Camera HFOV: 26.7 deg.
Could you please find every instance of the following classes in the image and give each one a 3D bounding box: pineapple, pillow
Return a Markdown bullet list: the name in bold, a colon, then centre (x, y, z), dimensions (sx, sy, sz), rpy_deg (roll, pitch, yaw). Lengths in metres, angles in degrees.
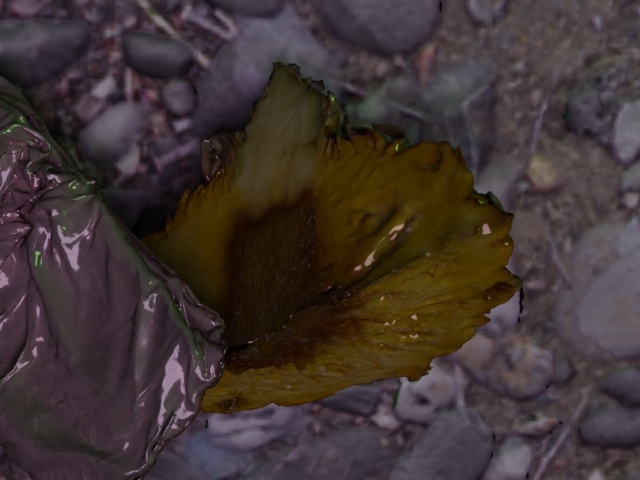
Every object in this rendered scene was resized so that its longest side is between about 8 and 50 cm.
- **pineapple**: centre (-0.005, 0.003, 0.728), dimensions (0.250, 0.164, 0.140), rpy_deg (-28, 144, 19)
- **pillow**: centre (-0.156, 0.018, 0.675), dimensions (0.135, 0.049, 0.248), rpy_deg (-47, 71, 12)
